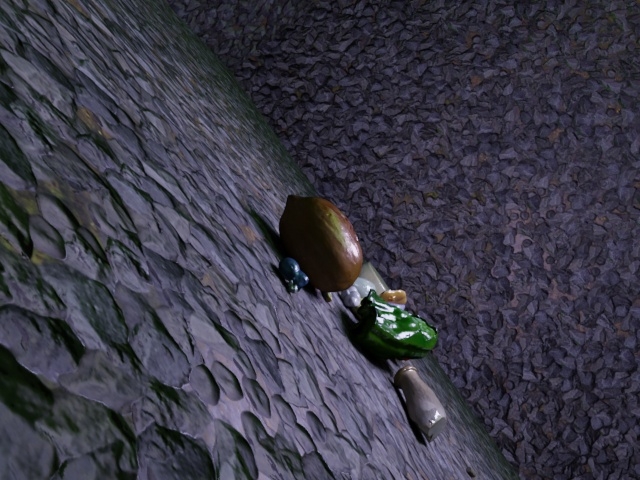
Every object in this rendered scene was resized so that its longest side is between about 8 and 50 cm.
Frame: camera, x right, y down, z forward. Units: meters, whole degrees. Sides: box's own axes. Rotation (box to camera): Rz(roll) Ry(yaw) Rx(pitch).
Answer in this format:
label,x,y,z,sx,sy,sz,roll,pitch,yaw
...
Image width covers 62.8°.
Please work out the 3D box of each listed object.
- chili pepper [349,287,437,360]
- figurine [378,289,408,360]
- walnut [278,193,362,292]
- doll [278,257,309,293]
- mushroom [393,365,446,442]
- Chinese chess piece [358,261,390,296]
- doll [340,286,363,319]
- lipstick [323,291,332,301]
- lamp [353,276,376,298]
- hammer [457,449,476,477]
label,x,y,z,sx,sy,sz,roll,pitch,yaw
chili pepper,0.204,0.279,1.597,0.385,0.167,0.213,27,10,-49
figurine,0.298,0.329,1.927,0.208,0.180,0.257,88,-14,-46
walnut,0.000,0.000,1.413,0.298,0.203,0.203,61,6,-4
doll,-0.065,0.078,1.211,0.083,0.050,0.076,53,2,9
mushroom,0.287,0.465,1.486,0.247,0.108,0.096,-110,-157,-59
Chinese chess piece,0.244,0.218,2.360,0.250,0.101,0.250,53,7,-9
doll,0.127,0.215,1.760,0.162,0.062,0.106,47,5,-37
lipstick,0.017,0.140,1.521,0.037,0.037,0.116,50,12,-26
lamp,0.119,0.162,1.857,0.193,0.106,0.106,40,11,-21
hammer,0.488,0.746,1.765,0.035,0.019,0.110,51,5,-22
